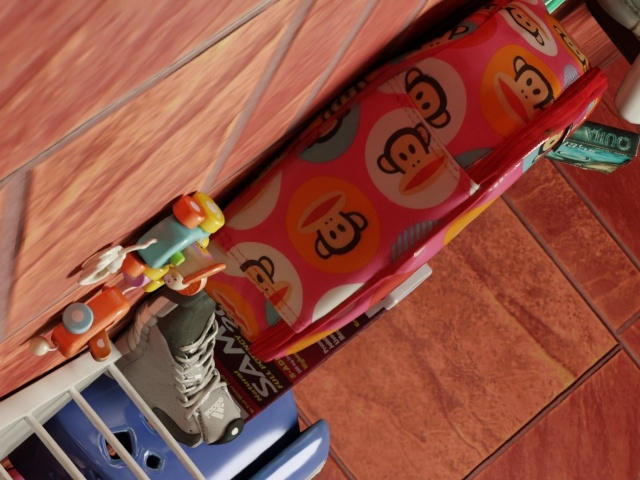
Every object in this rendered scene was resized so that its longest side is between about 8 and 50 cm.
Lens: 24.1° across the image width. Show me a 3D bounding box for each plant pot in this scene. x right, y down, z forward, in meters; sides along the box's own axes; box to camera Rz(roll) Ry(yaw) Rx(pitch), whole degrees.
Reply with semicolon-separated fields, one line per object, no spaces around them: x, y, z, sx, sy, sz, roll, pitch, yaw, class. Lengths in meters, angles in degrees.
-0.140;0.203;1.473;0.236;0.212;0.236;-37;177;-29;plant pot

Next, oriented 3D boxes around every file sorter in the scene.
-0.239;0.232;1.158;0.193;0.173;0.277;-41;175;25;file sorter

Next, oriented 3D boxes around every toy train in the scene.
-0.111;0.032;0.921;0.125;0.046;0.166;-37;177;-24;toy train

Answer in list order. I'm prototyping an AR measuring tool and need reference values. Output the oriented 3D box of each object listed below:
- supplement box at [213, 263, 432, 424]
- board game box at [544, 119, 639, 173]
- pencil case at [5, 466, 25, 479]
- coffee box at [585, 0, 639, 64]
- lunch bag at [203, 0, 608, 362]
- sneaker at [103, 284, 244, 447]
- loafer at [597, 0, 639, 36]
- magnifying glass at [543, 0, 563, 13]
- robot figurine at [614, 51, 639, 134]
-0.032;0.051;1.300;0.239;0.130;0.073;-43;176;38;supplement box
0.207;-0.106;1.463;0.126;0.186;0.026;95;9;-85;board game box
-0.364;0.320;1.623;0.095;0.098;0.209;-40;177;25;pencil case
0.378;-0.240;1.681;0.098;0.141;0.246;-39;175;12;coffee box
0.058;-0.054;1.067;0.293;0.120;0.258;-39;-179;25;lunch bag
-0.098;0.102;1.249;0.086;0.132;0.228;-36;176;-31;sneaker
0.343;-0.275;1.307;0.267;0.084;0.096;-38;174;-12;loafer
0.121;-0.144;1.219;0.231;0.026;0.092;-39;177;14;magnifying glass
0.423;-0.163;1.406;0.299;0.200;0.353;-9;155;-18;robot figurine
